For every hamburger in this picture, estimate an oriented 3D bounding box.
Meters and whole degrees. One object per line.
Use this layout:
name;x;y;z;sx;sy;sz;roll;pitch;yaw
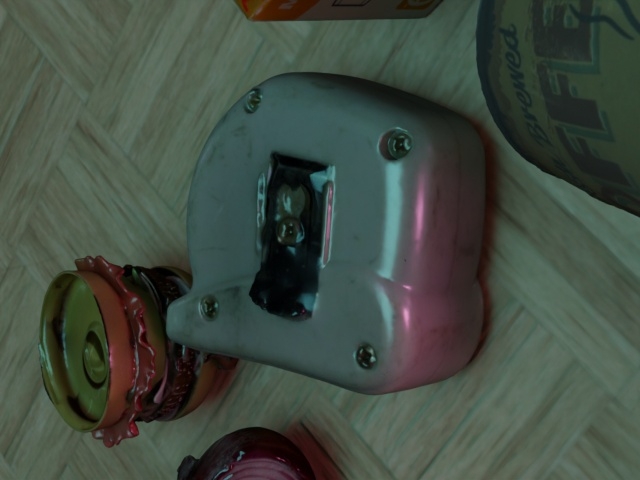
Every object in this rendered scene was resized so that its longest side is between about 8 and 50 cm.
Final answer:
hamburger;-0.166;0.093;1.191;0.175;0.137;0.175;7;99;51

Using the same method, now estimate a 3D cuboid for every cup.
cup;0.253;-0.061;0.731;0.301;0.227;0.257;63;173;-35

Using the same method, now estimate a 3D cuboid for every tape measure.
tape measure;0.000;0.000;1.046;0.258;0.130;0.265;10;101;42

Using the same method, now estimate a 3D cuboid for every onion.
onion;-0.072;0.245;1.156;0.206;0.151;0.098;-55;26;18

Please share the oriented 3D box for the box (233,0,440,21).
box;0.071;-0.265;0.897;0.274;0.221;0.091;-44;70;37
